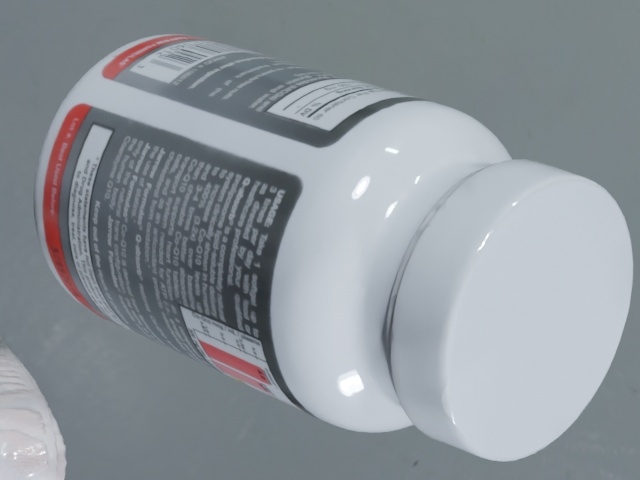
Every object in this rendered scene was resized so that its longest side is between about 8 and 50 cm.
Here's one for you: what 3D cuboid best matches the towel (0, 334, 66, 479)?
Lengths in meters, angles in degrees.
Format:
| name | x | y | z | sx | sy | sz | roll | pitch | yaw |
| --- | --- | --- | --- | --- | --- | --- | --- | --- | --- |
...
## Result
| name | x | y | z | sx | sy | sz | roll | pitch | yaw |
| --- | --- | --- | --- | --- | --- | --- | --- | --- | --- |
| towel | -0.326 | 0.087 | 0.917 | 0.331 | 0.317 | 0.053 | 2 | 97 | -17 |

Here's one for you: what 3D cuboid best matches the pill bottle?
| name | x | y | z | sx | sy | sz | roll | pitch | yaw |
| --- | --- | --- | --- | --- | --- | --- | --- | --- | --- |
| pill bottle | 0.000 | 0.000 | 1.068 | 0.363 | 0.210 | 0.210 | 21 | 91 | 42 |
